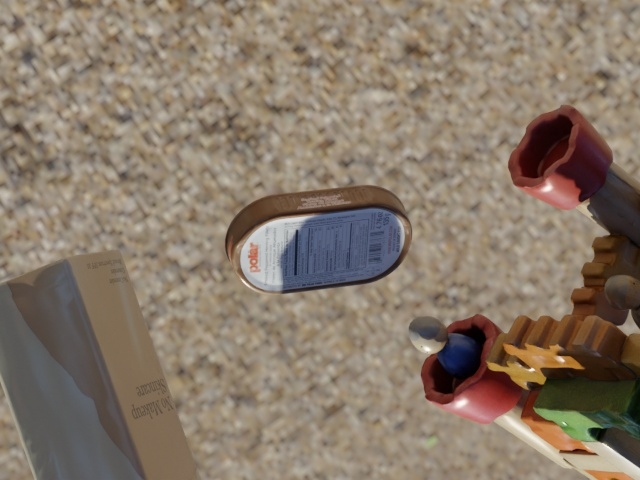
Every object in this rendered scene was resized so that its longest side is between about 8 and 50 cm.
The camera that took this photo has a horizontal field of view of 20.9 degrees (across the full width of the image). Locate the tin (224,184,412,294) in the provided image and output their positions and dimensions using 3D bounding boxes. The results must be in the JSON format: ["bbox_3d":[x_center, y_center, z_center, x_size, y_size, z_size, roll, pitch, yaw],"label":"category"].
[{"bbox_3d":[0.000,0.000,1.735,0.189,0.040,0.106,-7,123,-13],"label":"tin"}]

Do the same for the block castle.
[{"bbox_3d":[0.284,0.025,1.337,0.213,0.453,0.303,34,70,-27],"label":"block castle"}]

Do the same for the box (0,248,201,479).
[{"bbox_3d":[-0.235,0.176,1.807,0.121,0.311,0.148,-21,178,17],"label":"box"}]

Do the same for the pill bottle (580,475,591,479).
[{"bbox_3d":[0.301,0.226,1.517,0.124,0.124,0.221,-11,157,-34],"label":"pill bottle"}]
